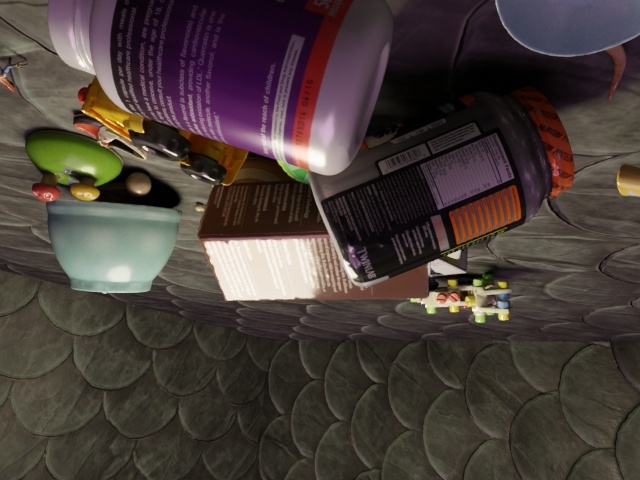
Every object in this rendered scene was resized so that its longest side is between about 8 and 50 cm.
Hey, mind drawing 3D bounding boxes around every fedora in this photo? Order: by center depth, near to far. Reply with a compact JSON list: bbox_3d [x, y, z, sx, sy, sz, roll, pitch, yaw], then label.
[{"bbox_3d":[-0.124,-0.069,1.091,0.194,0.079,0.194,4,130,4],"label":"fedora"}]

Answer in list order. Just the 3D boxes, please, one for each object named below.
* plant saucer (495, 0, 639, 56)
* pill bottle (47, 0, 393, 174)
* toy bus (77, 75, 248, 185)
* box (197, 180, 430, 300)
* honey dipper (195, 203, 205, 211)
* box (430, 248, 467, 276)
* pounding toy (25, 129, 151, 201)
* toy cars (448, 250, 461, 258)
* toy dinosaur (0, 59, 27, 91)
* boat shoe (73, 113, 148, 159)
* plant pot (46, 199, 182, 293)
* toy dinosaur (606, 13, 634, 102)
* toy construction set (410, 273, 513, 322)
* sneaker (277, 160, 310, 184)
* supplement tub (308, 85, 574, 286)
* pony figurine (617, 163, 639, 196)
[{"bbox_3d":[0.246,-0.254,0.486,0.195,0.037,0.195,-3,144,-2],"label":"plant saucer"},{"bbox_3d":[-0.099,-0.195,0.576,0.323,0.181,0.181,19,163,6],"label":"pill bottle"},{"bbox_3d":[-0.231,-0.184,0.806,0.211,0.149,0.220,13,169,27],"label":"toy bus"},{"bbox_3d":[0.000,0.000,0.986,0.381,0.143,0.191,0,139,9],"label":"box"},{"bbox_3d":[-0.237,-0.054,1.371,0.160,0.030,0.030,23,156,-38],"label":"honey dipper"},{"bbox_3d":[0.199,0.034,1.393,0.290,0.087,0.169,-10,156,42],"label":"box"},{"bbox_3d":[-0.483,-0.118,1.127,0.183,0.110,0.237,-4,159,30],"label":"pounding toy"},{"bbox_3d":[0.148,-0.018,1.244,0.393,0.087,0.176,-16,121,46],"label":"toy cars"},{"bbox_3d":[-0.475,-0.246,0.804,0.047,0.090,0.082,15,135,25],"label":"toy dinosaur"},{"bbox_3d":[-0.371,-0.184,0.991,0.137,0.043,0.049,18,161,-27],"label":"boat shoe"},{"bbox_3d":[-0.472,0.017,1.277,0.293,0.196,0.293,3,180,0],"label":"plant pot"},{"bbox_3d":[0.306,-0.229,0.612,0.211,0.064,0.112,17,172,-26],"label":"toy dinosaur"},{"bbox_3d":[0.376,0.155,1.605,0.327,0.151,0.215,11,-172,12],"label":"toy construction set"},{"bbox_3d":[-0.009,-0.152,0.812,0.123,0.109,0.295,27,172,28],"label":"sneaker"},{"bbox_3d":[0.158,-0.077,0.761,0.316,0.194,0.193,-22,158,4],"label":"supplement tub"},{"bbox_3d":[0.660,-0.037,0.786,0.363,0.303,0.351,10,161,45],"label":"pony figurine"}]
